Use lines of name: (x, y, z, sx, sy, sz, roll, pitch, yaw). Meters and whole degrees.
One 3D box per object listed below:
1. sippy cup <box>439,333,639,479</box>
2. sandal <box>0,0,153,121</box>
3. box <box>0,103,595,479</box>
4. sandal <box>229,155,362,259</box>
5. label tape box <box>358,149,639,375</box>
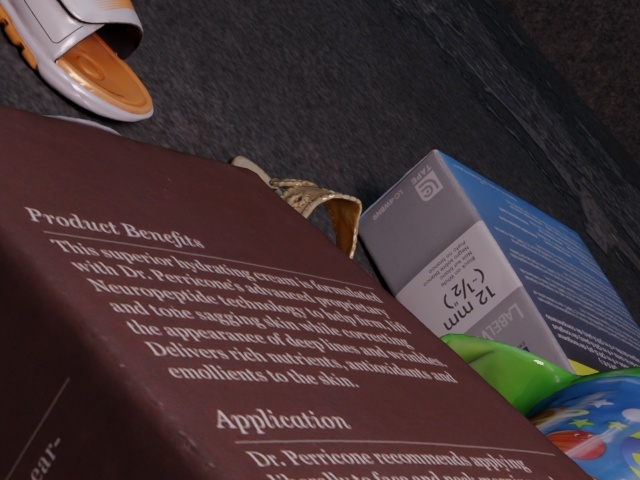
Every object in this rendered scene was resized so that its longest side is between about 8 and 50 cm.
sippy cup: (0.159, 0.205, 0.951, 0.306, 0.240, 0.224, 17, 13, 34)
sandal: (-0.198, -0.199, 1.093, 0.265, 0.076, 0.102, 51, 20, 3)
box: (-0.053, 0.086, 0.439, 0.168, 0.167, 0.203, 12, 24, -50)
sandal: (0.004, 0.003, 1.157, 0.088, 0.079, 0.240, 32, 27, -41)
label tape box: (0.200, 0.110, 1.314, 0.249, 0.115, 0.347, 25, 30, -47)
